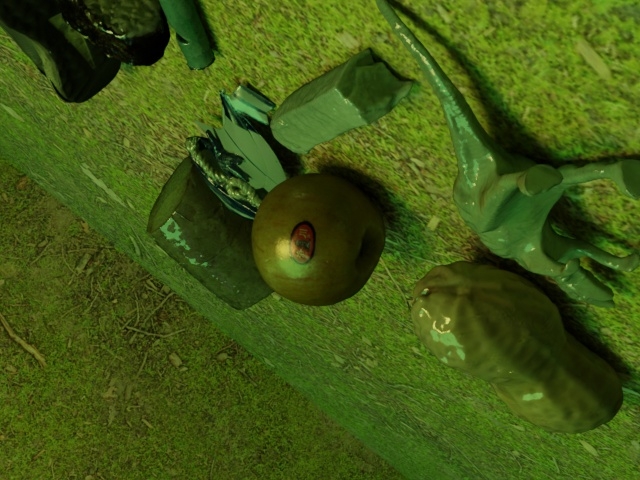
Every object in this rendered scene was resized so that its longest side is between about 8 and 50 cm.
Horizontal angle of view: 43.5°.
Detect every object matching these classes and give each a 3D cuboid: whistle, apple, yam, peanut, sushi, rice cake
[{"bbox_3d":[-0.159,-0.263,0.891,0.039,0.039,0.186,30,161,22],"label":"whistle"},{"bbox_3d":[0.000,0.000,1.029,0.155,0.182,0.182,7,149,29],"label":"apple"},{"bbox_3d":[-0.178,-0.002,1.389,0.268,0.161,0.161,43,161,-26],"label":"yam"},{"bbox_3d":[0.244,0.135,0.976,0.313,0.149,0.149,42,162,-22],"label":"peanut"},{"bbox_3d":[-0.245,-0.273,0.945,0.150,0.090,0.078,36,158,7],"label":"sushi"},{"bbox_3d":[0.010,-0.139,0.835,0.063,0.069,0.206,43,163,-16],"label":"rice cake"}]

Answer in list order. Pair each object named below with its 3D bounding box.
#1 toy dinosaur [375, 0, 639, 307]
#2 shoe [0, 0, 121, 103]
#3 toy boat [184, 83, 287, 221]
[{"bbox_3d":[0.172,-0.057,0.720,0.393,0.092,0.205,38,167,-11],"label":"toy dinosaur"},{"bbox_3d":[-0.383,-0.328,1.041,0.171,0.132,0.336,41,167,19],"label":"shoe"},{"bbox_3d":[-0.120,-0.124,1.128,0.210,0.070,0.291,21,153,29],"label":"toy boat"}]
